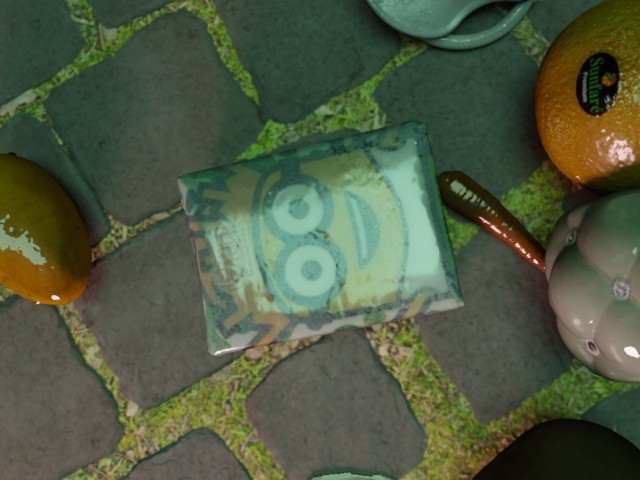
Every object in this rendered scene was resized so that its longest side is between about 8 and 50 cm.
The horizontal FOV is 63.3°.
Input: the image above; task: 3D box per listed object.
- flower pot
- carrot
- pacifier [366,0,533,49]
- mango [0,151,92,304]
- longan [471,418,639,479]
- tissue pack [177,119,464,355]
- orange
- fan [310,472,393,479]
[{"bbox_3d":[0.374,0.051,0.565,0.246,0.246,0.195,-3,77,3],"label":"flower pot"},{"bbox_3d":[0.239,-0.018,0.680,0.216,0.048,0.048,39,89,1],"label":"carrot"},{"bbox_3d":[0.187,-0.361,0.623,0.287,0.226,0.238,-20,103,3],"label":"pacifier"},{"bbox_3d":[-0.394,-0.010,0.686,0.147,0.109,0.227,-32,83,-24],"label":"mango"},{"bbox_3d":[0.270,0.321,0.562,0.248,0.248,0.248,0,85,4],"label":"longan"},{"bbox_3d":[0.000,0.000,0.651,0.311,0.128,0.227,-11,85,4],"label":"tissue pack"},{"bbox_3d":[0.364,-0.160,0.595,0.237,0.236,0.236,0,85,4],"label":"orange"},{"bbox_3d":[0.038,0.458,0.667,0.182,0.010,0.309,4,85,4],"label":"fan"}]
